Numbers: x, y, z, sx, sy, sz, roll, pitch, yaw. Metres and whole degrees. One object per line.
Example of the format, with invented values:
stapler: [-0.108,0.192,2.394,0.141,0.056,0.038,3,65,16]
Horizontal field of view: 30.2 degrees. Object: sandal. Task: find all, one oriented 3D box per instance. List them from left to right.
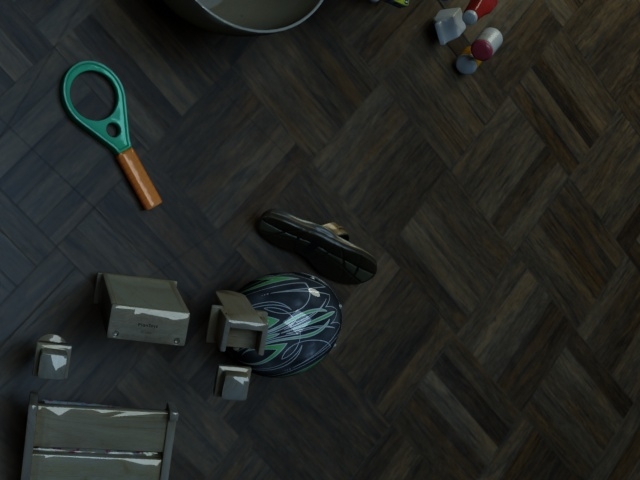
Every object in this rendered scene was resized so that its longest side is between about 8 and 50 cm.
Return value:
sandal: [0.000,0.000,1.854,0.219,0.090,0.060,27,50,-21]

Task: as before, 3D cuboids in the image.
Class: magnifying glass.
magnifying glass: [-0.294,-0.150,1.700,0.092,0.026,0.231,-34,105,-30]

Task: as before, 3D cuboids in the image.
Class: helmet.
helmet: [-0.057,0.124,1.745,0.169,0.162,0.169,3,84,-33]

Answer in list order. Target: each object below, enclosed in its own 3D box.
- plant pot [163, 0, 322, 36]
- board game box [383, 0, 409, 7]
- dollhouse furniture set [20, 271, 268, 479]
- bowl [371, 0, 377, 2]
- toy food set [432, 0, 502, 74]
plant pot: [-0.146,-0.422,1.721,0.284,0.191,0.284,3,84,-33]
board game box: [0.066,-0.498,1.942,0.194,0.060,0.194,16,77,-30]
dollhouse furniture set: [-0.254,0.240,1.642,0.303,0.174,0.355,7,102,-16]
bowl: [0.080,-0.512,1.738,0.298,0.134,0.297,-21,90,-77]
toy food set: [0.228,-0.372,1.977,0.104,0.111,0.232,-51,131,-43]
